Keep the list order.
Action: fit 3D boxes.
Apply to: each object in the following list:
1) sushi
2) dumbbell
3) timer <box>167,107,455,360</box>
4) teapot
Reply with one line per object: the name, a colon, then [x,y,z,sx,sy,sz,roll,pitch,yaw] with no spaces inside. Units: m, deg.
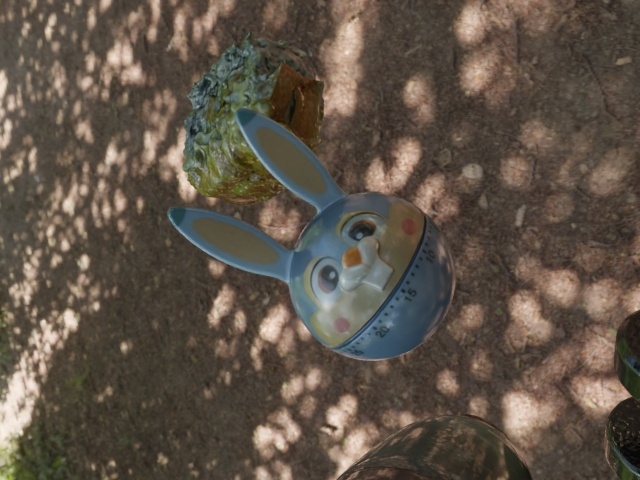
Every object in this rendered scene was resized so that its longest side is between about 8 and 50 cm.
sushi: [-0.100,-0.153,0.812,0.274,0.139,0.184,-28,55,44]
dumbbell: [0.612,0.288,1.021,0.203,0.204,0.322,25,141,42]
timer: [0.015,0.009,0.534,0.175,0.255,0.175,-32,38,29]
teapot: [0.179,0.338,0.676,0.315,0.312,0.233,24,114,26]
